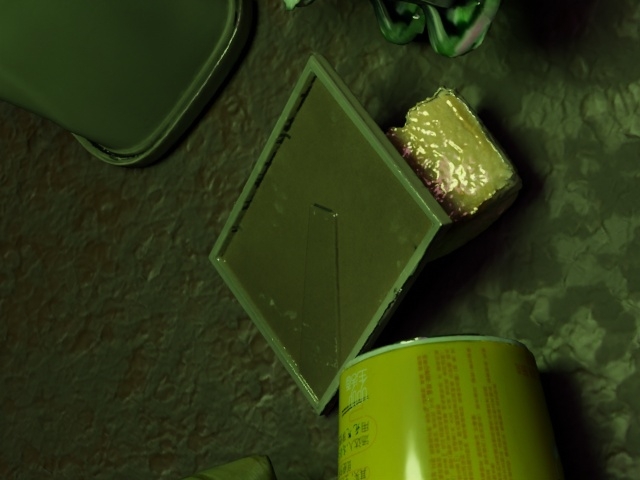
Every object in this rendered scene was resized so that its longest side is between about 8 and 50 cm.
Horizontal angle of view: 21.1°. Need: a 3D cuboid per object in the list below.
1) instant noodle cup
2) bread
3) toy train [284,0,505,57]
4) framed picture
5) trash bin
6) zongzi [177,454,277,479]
[{"bbox_3d":[0.096,0.201,1.265,0.216,0.215,0.236,-17,67,28],"label":"instant noodle cup"},{"bbox_3d":[0.089,-0.044,1.360,0.125,0.082,0.106,-39,76,10],"label":"bread"},{"bbox_3d":[0.053,-0.277,1.298,0.307,0.174,0.248,-142,65,-71],"label":"toy train"},{"bbox_3d":[0.000,0.000,1.378,0.184,0.016,0.250,53,138,25],"label":"framed picture"},{"bbox_3d":[-0.232,-0.209,1.471,0.219,0.250,0.220,46,107,33],"label":"trash bin"},{"bbox_3d":[-0.101,0.440,1.375,0.418,0.181,0.447,-35,70,39],"label":"zongzi"}]
